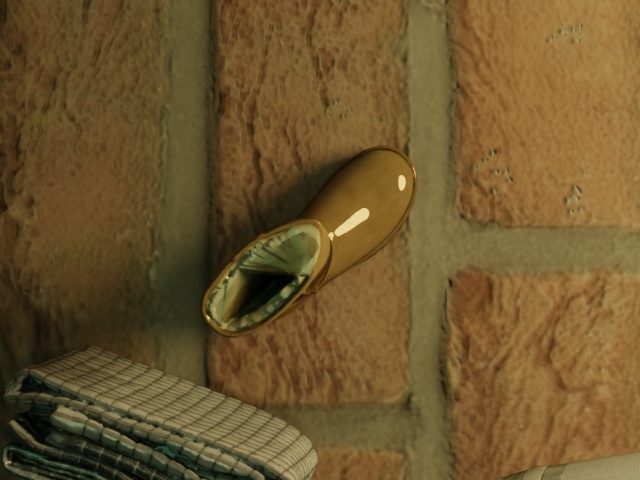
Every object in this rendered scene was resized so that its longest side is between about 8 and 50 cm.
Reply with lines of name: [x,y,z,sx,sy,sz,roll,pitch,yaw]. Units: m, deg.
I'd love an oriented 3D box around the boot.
boot: [0.000,0.000,1.651,0.089,0.269,0.236,42,92,4]

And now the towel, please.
towel: [-0.153,0.208,1.675,0.283,0.235,0.121,20,95,6]

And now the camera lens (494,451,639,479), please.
camera lens: [0.280,0.306,1.617,0.274,0.219,0.219,-12,86,20]
